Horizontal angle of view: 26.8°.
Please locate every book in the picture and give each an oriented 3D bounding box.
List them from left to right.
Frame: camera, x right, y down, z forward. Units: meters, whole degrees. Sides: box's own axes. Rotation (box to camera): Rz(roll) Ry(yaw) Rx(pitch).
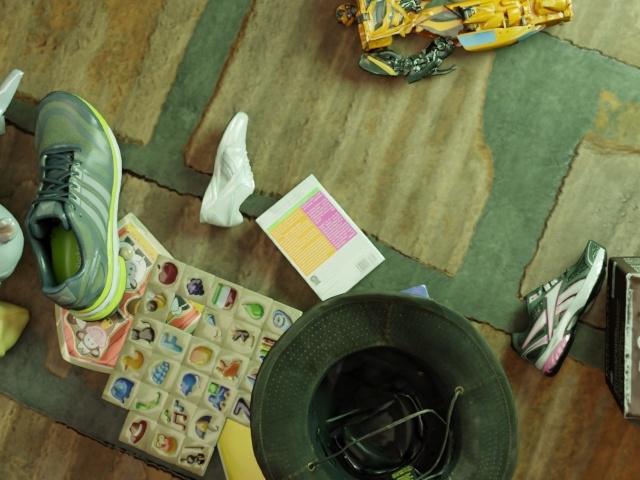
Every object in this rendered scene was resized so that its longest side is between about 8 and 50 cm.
[{"bbox_3d":[0.000,0.000,1.716,0.096,0.035,0.144,-40,84,-1],"label":"book"}]

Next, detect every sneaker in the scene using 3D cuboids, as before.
[{"bbox_3d":[-0.315,-0.051,1.691,0.111,0.121,0.300,-14,77,14],"label":"sneaker"},{"bbox_3d":[-0.111,-0.090,1.726,0.061,0.054,0.152,15,94,-3],"label":"sneaker"},{"bbox_3d":[0.293,0.074,1.665,0.077,0.072,0.178,27,84,18],"label":"sneaker"}]

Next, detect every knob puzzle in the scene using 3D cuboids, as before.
[{"bbox_3d":[-0.262,0.088,1.737,0.213,0.030,0.213,0,87,6],"label":"knob puzzle"}]

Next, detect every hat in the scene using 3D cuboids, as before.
[{"bbox_3d":[0.069,0.203,1.584,0.331,0.134,0.331,-1,101,-7],"label":"hat"}]

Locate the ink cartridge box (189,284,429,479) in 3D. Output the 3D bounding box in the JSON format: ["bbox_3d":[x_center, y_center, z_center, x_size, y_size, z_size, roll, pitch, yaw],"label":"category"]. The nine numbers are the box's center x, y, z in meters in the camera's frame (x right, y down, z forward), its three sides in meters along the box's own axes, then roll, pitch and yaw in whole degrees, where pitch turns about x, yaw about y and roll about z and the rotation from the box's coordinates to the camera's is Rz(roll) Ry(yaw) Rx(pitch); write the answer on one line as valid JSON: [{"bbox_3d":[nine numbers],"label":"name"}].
[{"bbox_3d":[0.025,0.239,1.682,0.307,0.072,0.303,-17,84,7],"label":"ink cartridge box"}]

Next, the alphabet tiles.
[{"bbox_3d":[-0.155,0.162,1.672,0.198,0.009,0.237,22,91,9],"label":"alphabet tiles"}]

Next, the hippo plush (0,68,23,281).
[{"bbox_3d":[-0.474,-0.024,1.660,0.294,0.234,0.236,-20,69,-35],"label":"hippo plush"}]

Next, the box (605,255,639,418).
[{"bbox_3d":[0.427,0.110,1.569,0.167,0.203,0.168,0,95,6],"label":"box"}]

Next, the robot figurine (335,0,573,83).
[{"bbox_3d":[0.160,-0.318,1.691,0.291,0.085,0.211,-12,85,5],"label":"robot figurine"}]

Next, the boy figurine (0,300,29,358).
[{"bbox_3d":[-0.508,0.154,1.729,0.285,0.092,0.177,-17,82,8],"label":"boy figurine"}]
